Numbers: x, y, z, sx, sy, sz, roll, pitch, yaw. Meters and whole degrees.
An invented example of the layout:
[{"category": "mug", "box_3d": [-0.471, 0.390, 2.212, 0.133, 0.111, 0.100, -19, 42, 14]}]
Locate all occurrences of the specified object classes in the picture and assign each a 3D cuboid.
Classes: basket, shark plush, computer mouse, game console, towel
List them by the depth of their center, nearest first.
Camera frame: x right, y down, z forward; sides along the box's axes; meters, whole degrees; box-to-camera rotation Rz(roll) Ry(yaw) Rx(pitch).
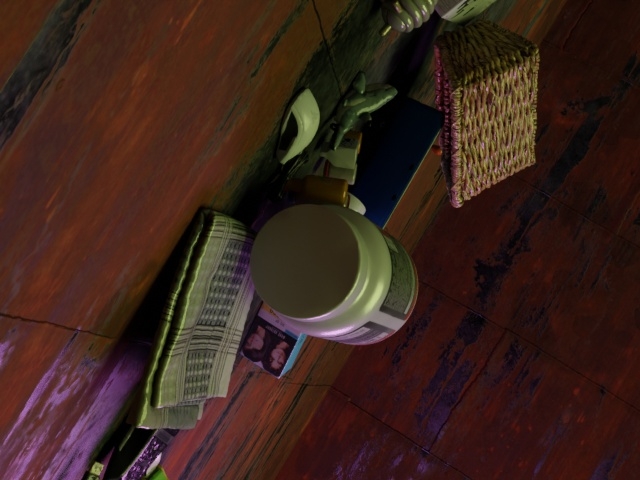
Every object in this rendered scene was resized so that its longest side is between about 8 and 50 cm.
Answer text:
[{"category": "towel", "box_3d": [-0.166, 0.125, 1.578, 0.312, 0.056, 0.324, 36, 72, -79]}, {"category": "computer mouse", "box_3d": [-0.035, -0.146, 1.629, 0.106, 0.042, 0.193, -50, 166, -36]}, {"category": "computer mouse", "box_3d": [-0.313, 0.331, 1.657, 0.262, 0.060, 0.184, -54, 161, -8]}, {"category": "shark plush", "box_3d": [0.064, -0.217, 1.811, 0.161, 0.067, 0.073, -51, 166, -38]}, {"category": "basket", "box_3d": [0.280, -0.261, 2.127, 0.223, 0.213, 0.299, -29, 135, -23]}, {"category": "game console", "box_3d": [0.161, -0.129, 2.168, 0.293, 0.173, 0.250, -60, 151, 6]}]

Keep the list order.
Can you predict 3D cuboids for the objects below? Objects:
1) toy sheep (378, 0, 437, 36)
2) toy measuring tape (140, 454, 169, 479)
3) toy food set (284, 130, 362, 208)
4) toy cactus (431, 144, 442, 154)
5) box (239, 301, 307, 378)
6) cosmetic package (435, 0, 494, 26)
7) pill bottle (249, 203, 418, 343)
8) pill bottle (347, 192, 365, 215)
[{"category": "toy sheep", "box_3d": [0.135, -0.372, 1.688, 0.132, 0.091, 0.091, -44, 168, -4]}, {"category": "toy measuring tape", "box_3d": [-0.279, 0.461, 1.979, 0.121, 0.121, 0.330, -41, 159, -58]}, {"category": "toy food set", "box_3d": [0.004, -0.113, 1.840, 0.232, 0.105, 0.111, -74, 172, -55]}, {"category": "toy cactus", "box_3d": [0.174, -0.171, 2.389, 0.180, 0.112, 0.219, -41, 170, -30]}, {"category": "box", "box_3d": [-0.066, 0.145, 2.120, 0.060, 0.101, 0.244, -36, 154, -61]}, {"category": "cosmetic package", "box_3d": [0.271, -0.460, 2.030, 0.099, 0.060, 0.239, -36, 176, 18]}, {"category": "pill bottle", "box_3d": [0.026, 0.056, 1.733, 0.210, 0.210, 0.363, -59, 162, 0]}, {"category": "pill bottle", "box_3d": [0.000, 0.000, 2.000, 0.193, 0.108, 0.108, -56, 169, -16]}]
